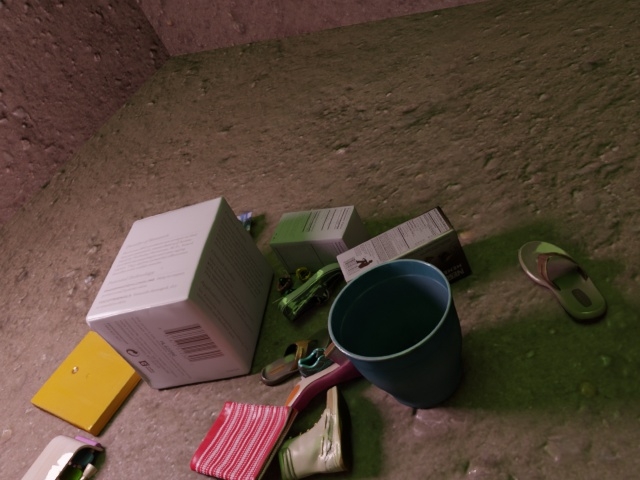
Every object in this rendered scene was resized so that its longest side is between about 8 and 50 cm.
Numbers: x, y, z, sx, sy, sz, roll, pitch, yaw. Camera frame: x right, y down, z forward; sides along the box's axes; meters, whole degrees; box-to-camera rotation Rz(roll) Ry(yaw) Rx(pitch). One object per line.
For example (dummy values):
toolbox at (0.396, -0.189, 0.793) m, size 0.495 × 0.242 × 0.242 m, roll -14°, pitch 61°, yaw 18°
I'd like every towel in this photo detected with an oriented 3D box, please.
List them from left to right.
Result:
towel at (-0.187, 0.468, 1.571) m, size 0.275 × 0.031 × 0.199 m, roll -12°, pitch 38°, yaw 48°

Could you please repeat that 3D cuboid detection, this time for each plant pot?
plant pot at (0.190, 0.225, 1.465) m, size 0.272 × 0.255 × 0.271 m, roll -18°, pitch 38°, yaw 15°

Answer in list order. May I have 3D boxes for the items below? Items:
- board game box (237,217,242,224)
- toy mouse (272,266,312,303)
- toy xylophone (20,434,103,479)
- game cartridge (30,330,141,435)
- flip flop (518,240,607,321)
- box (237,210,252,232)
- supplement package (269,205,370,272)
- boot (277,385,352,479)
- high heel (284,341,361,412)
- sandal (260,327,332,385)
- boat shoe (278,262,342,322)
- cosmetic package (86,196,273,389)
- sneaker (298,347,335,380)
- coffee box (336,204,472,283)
board game box at (-0.349, 0.020, 2.202) m, size 0.147 × 0.045 × 0.193 m, roll -4°, pitch 61°, yaw 25°
toy mouse at (-0.085, 0.139, 1.940) m, size 0.143 × 0.031 × 0.161 m, roll -49°, pitch 37°, yaw -13°
toy xylophone at (-0.691, 0.648, 1.717) m, size 0.236 × 0.081 × 0.322 m, roll 12°, pitch 53°, yaw 42°
game cartridge at (-0.684, 0.422, 2.012) m, size 0.324 × 0.052 × 0.285 m, roll 9°, pitch 51°, yaw 38°
flip flop at (0.554, 0.078, 1.536) m, size 0.112 × 0.080 × 0.277 m, roll -28°, pitch 37°, yaw 3°
box at (-0.309, -0.028, 2.281) m, size 0.178 × 0.042 × 0.109 m, roll -19°, pitch 39°, yaw 15°
supplement package at (0.000, 0.000, 1.958) m, size 0.244 × 0.139 × 0.133 m, roll -4°, pitch 44°, yaw 29°
boot at (-0.015, 0.438, 1.510) m, size 0.165 × 0.077 × 0.213 m, roll -21°, pitch 37°, yaw 16°
high heel at (0.012, 0.361, 1.609) m, size 0.244 × 0.117 × 0.082 m, roll -52°, pitch 8°, yaw -3°
sandal at (-0.066, 0.295, 1.721) m, size 0.219 × 0.060 × 0.090 m, roll -29°, pitch 37°, yaw 2°
boat shoe at (-0.013, 0.148, 1.855) m, size 0.219 × 0.077 × 0.070 m, roll -37°, pitch 60°, yaw -17°
cosmetic package at (-0.371, 0.150, 1.875) m, size 0.328 × 0.329 × 0.393 m, roll -14°, pitch 39°, yaw 22°
sneaker at (0.018, 0.293, 1.653) m, size 0.166 × 0.076 × 0.065 m, roll -31°, pitch 37°, yaw -1°
coffee box at (0.216, 0.062, 1.713) m, size 0.297 × 0.168 × 0.119 m, roll -26°, pitch 37°, yaw 4°
